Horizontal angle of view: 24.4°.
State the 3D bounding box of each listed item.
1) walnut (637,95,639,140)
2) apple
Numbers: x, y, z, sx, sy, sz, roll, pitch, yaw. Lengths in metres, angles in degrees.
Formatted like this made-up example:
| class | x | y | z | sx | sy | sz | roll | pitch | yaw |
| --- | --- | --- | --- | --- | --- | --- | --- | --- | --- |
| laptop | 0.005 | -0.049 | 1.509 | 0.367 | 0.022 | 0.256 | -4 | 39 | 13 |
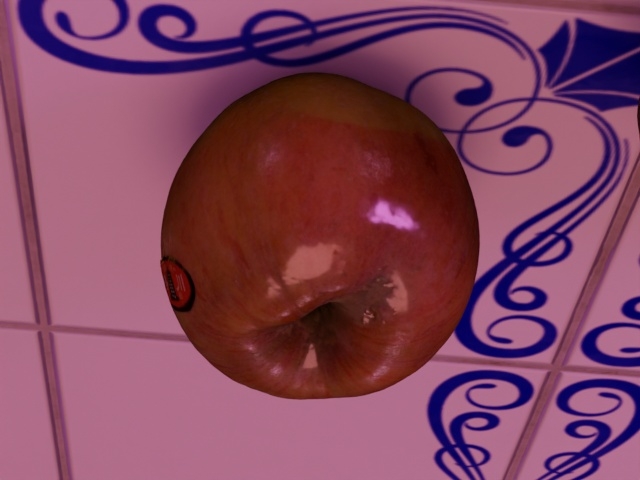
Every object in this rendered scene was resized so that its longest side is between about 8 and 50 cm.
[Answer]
| class | x | y | z | sx | sy | sz | roll | pitch | yaw |
| --- | --- | --- | --- | --- | --- | --- | --- | --- | --- |
| walnut | 0.334 | -0.071 | 0.953 | 0.227 | 0.273 | 0.273 | -23 | 150 | -17 |
| apple | 0.000 | 0.000 | 1.117 | 0.260 | 0.194 | 0.261 | 0 | 144 | 0 |
